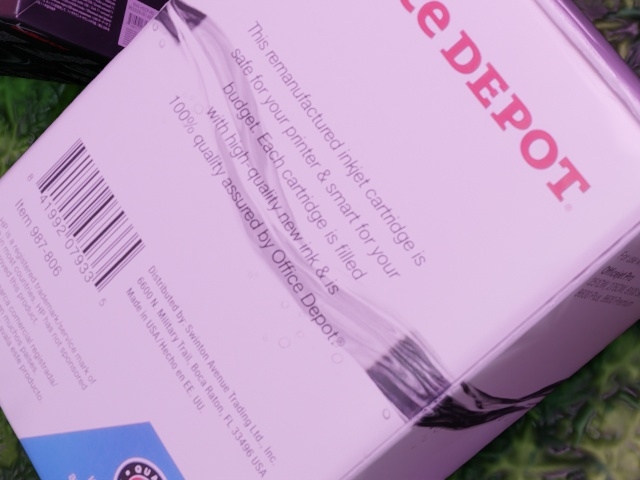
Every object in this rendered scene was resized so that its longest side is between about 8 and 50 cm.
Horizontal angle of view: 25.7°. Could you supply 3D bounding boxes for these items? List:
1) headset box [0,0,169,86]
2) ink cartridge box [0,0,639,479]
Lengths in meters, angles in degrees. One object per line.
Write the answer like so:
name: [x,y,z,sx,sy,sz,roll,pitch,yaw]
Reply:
headset box: [-0.231,-0.180,0.941,0.293,0.218,0.110,10,87,30]
ink cartridge box: [0.000,0.000,0.815,0.395,0.166,0.285,-43,66,19]
